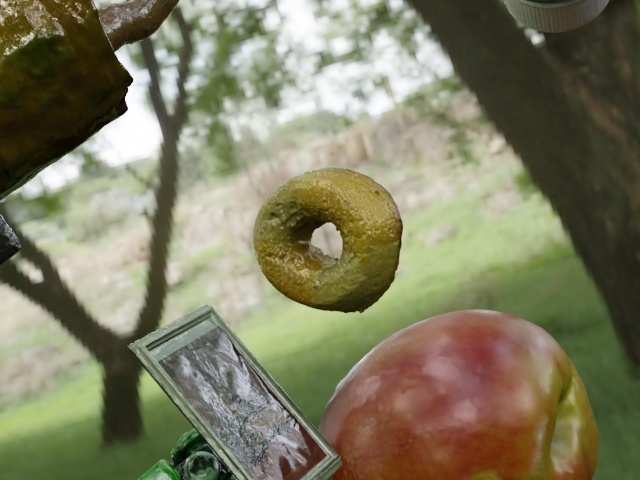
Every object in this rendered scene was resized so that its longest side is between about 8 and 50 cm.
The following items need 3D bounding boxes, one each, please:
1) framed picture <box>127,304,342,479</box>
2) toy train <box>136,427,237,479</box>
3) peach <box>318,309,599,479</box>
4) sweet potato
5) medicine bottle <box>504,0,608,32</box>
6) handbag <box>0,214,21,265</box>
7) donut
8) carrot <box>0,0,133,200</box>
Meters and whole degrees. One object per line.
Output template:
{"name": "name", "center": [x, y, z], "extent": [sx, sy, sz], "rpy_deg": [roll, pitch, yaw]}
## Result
{"name": "framed picture", "center": [-0.095, 0.201, 1.884], "extent": [0.016, 0.273, 0.216], "rpy_deg": [-44, -6, 24]}
{"name": "toy train", "center": [-0.184, 0.368, 2.206], "extent": [0.188, 0.132, 0.243], "rpy_deg": [-41, -17, -11]}
{"name": "peach", "center": [0.182, 0.276, 2.153], "extent": [0.388, 0.388, 0.388], "rpy_deg": [-17, -4, -1]}
{"name": "sweet potato", "center": [-0.223, -0.251, 1.777], "extent": [0.051, 0.065, 0.218], "rpy_deg": [4, 40, 44]}
{"name": "medicine bottle", "center": [0.288, -0.399, 1.963], "extent": [0.165, 0.165, 0.273], "rpy_deg": [-17, -29, 4]}
{"name": "handbag", "center": [-0.524, 0.056, 1.967], "extent": [0.223, 0.080, 0.247], "rpy_deg": [-20, 16, 40]}
{"name": "donut", "center": [0.000, 0.000, 1.709], "extent": [0.178, 0.162, 0.065], "rpy_deg": [2, 3, 30]}
{"name": "carrot", "center": [-0.352, -0.153, 1.490], "extent": [0.341, 0.241, 0.241], "rpy_deg": [-34, -1, -10]}
